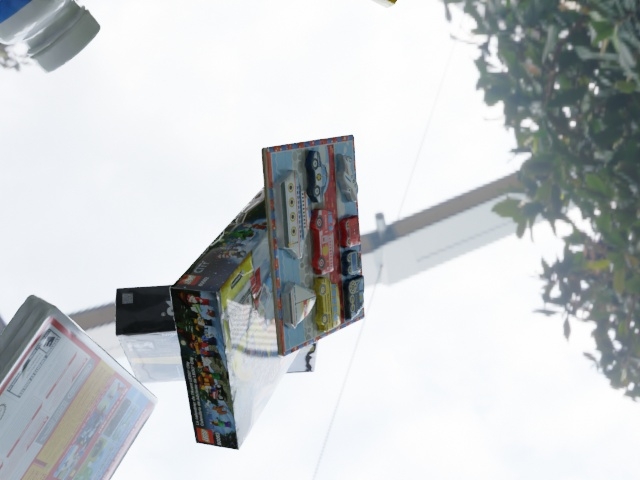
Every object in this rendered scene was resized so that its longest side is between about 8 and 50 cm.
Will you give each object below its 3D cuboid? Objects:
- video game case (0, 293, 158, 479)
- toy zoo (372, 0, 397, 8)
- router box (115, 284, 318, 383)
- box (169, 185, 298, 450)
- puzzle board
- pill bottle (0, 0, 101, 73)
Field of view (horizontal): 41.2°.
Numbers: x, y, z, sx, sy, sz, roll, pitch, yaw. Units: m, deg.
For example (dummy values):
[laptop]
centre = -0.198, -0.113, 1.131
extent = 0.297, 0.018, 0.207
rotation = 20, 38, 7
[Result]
[video game case]
centre = -0.236, 0.182, 0.712
extent = 0.025, 0.285, 0.204
rotation = 25, -110, 17
[toy zoo]
centre = 0.086, -0.519, 1.389
extent = 0.030, 0.192, 0.293
rotation = 0, -119, 63
[router box]
centre = -0.158, 0.149, 1.368
extent = 0.308, 0.243, 0.081
rotation = -3, -117, -5
[box]
centre = -0.059, 0.057, 0.793
extent = 0.044, 0.159, 0.233
rotation = 6, -152, 18
[puzzle board]
centre = 0.000, 0.000, 0.542
extent = 0.011, 0.128, 0.096
rotation = 2, -168, 34
[pill bottle]
centre = -0.360, -0.307, 0.979
extent = 0.124, 0.221, 0.124
rotation = -28, -148, 20
